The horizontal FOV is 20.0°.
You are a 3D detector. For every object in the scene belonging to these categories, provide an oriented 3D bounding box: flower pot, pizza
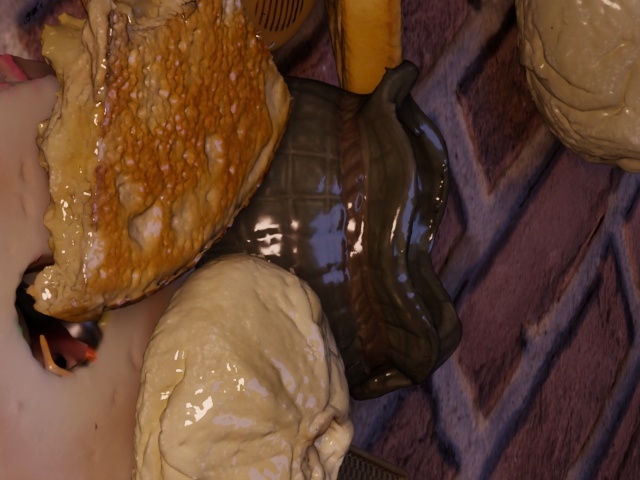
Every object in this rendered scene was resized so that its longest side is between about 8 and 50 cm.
[{"bbox_3d":[0.000,0.000,1.529,0.302,0.213,0.301,-6,90,-79],"label":"flower pot"},{"bbox_3d":[-0.120,-0.087,1.236,0.323,0.089,0.223,-49,136,-52],"label":"pizza"}]

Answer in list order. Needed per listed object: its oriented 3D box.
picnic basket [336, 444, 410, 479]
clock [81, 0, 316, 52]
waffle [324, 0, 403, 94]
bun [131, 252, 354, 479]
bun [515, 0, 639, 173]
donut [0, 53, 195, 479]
[{"bbox_3d":[-0.041,0.252,1.563,0.267,0.139,0.165,32,61,-54],"label":"picnic basket"},{"bbox_3d":[-0.092,-0.300,1.488,0.244,0.200,0.317,-11,106,-56],"label":"clock"},{"bbox_3d":[0.036,-0.229,1.657,0.221,0.055,0.248,87,-4,-50],"label":"waffle"},{"bbox_3d":[-0.047,0.118,1.271,0.220,0.134,0.220,13,90,-73],"label":"bun"},{"bbox_3d":[0.351,-0.256,2.161,0.352,0.227,0.349,27,65,-58],"label":"bun"},{"bbox_3d":[-0.229,0.056,1.260,0.383,0.142,0.382,5,84,-60],"label":"donut"}]
